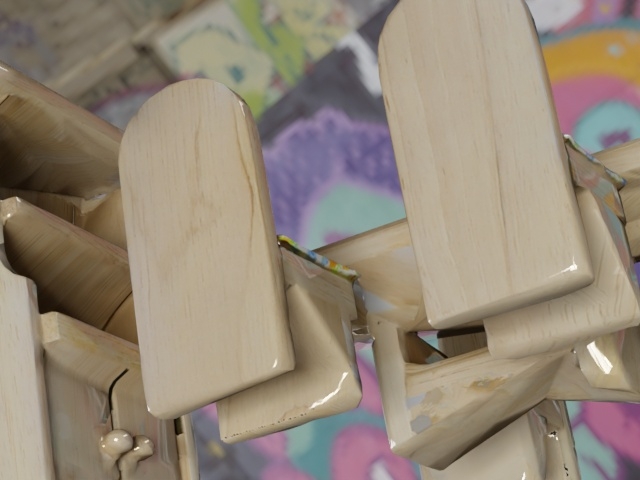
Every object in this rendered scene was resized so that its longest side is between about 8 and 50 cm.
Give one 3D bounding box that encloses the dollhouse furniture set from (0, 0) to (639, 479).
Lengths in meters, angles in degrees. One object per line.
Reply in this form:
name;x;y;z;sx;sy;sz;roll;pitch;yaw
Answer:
dollhouse furniture set;0.000;0.000;0.995;0.394;0.256;0.362;-19;-23;22
